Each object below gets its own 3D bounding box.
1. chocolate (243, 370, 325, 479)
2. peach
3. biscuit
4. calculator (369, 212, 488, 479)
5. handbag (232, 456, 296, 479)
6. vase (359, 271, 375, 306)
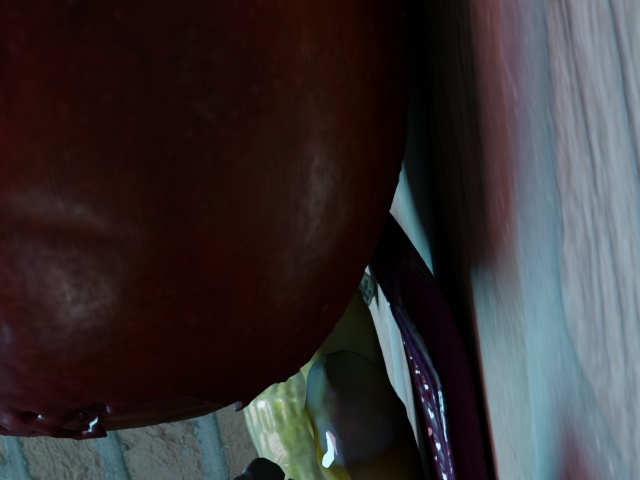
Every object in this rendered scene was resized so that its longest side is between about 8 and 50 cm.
[{"bbox_3d":[-0.009,0.229,1.541,0.134,0.134,0.309,87,171,-62],"label":"chocolate"},{"bbox_3d":[-0.110,-0.073,0.745,0.353,0.339,0.416,59,160,22],"label":"peach"},{"bbox_3d":[0.040,0.166,0.962,0.237,0.062,0.290,-106,0,-62],"label":"biscuit"},{"bbox_3d":[0.063,0.079,0.798,0.126,0.034,0.190,-119,13,-75],"label":"calculator"},{"bbox_3d":[0.030,0.250,0.604,0.260,0.079,0.247,44,-158,-39],"label":"handbag"},{"bbox_3d":[0.000,0.000,1.221,0.081,0.081,0.148,84,170,-51],"label":"vase"}]
